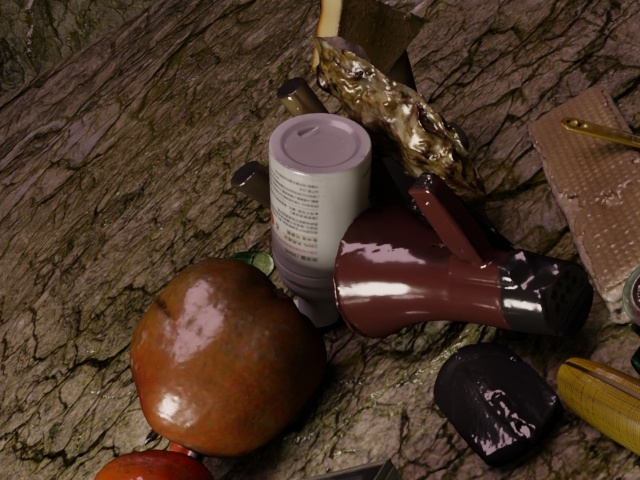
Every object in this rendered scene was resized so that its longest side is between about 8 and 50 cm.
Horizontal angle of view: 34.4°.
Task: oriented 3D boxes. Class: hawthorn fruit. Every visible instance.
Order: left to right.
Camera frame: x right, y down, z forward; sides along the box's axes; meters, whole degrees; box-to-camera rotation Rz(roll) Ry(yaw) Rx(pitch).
[{"bbox_3d":[-0.226,0.375,1.425,0.189,0.189,0.189,-28,33,20],"label":"hawthorn fruit"},{"bbox_3d":[-0.148,0.187,1.487,0.301,0.268,0.267,-52,32,-8],"label":"hawthorn fruit"}]

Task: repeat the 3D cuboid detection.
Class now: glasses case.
[{"bbox_3d":[0.345,0.193,1.120,0.064,0.079,0.234,-38,30,-15],"label":"glasses case"}]

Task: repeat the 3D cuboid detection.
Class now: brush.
[{"bbox_3d":[0.428,-0.131,1.374,0.218,0.010,0.082,18,36,12],"label":"brush"}]

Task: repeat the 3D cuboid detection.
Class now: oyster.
[{"bbox_3d":[0.126,-0.143,1.442,0.111,0.396,0.204,-43,3,3],"label":"oyster"}]

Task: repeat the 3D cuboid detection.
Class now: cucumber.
[{"bbox_3d":[-0.133,0.043,1.860,0.105,0.048,0.048,0,49,50],"label":"cucumber"}]

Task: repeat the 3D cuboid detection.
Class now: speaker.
[{"bbox_3d":[0.175,0.012,1.344,0.198,0.259,0.329,-28,16,-36],"label":"speaker"}]

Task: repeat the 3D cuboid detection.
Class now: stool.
[{"bbox_3d":[0.045,-0.131,1.720,0.310,0.226,0.310,-13,39,37],"label":"stool"}]

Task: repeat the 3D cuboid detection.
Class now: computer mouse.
[{"bbox_3d":[0.207,0.188,1.282,0.122,0.073,0.217,-40,32,-1],"label":"computer mouse"}]

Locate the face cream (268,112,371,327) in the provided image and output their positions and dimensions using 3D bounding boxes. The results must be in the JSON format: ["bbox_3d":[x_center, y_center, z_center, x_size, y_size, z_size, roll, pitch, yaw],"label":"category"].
[{"bbox_3d":[0.000,0.000,1.533,0.145,0.370,0.145,0,44,0],"label":"face cream"}]

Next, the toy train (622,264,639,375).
[{"bbox_3d":[0.467,0.048,1.081,0.304,0.150,0.221,-55,39,3],"label":"toy train"}]

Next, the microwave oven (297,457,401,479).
[{"bbox_3d":[0.009,0.356,1.192,0.205,0.163,0.129,-20,13,28],"label":"microwave oven"}]

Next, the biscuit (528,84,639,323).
[{"bbox_3d":[0.391,-0.061,1.397,0.144,0.078,0.426,-31,31,17],"label":"biscuit"}]

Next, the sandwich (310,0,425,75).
[{"bbox_3d":[0.073,-0.292,1.602,0.058,0.193,0.163,8,90,46],"label":"sandwich"}]

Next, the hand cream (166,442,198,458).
[{"bbox_3d":[-0.194,0.294,1.613,0.080,0.050,0.234,5,59,45],"label":"hand cream"}]
